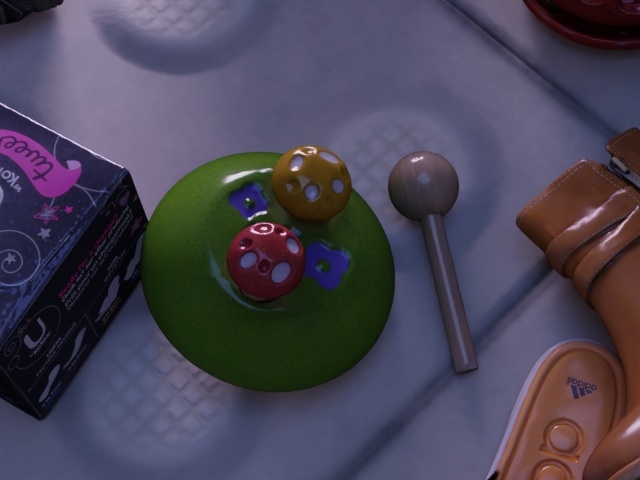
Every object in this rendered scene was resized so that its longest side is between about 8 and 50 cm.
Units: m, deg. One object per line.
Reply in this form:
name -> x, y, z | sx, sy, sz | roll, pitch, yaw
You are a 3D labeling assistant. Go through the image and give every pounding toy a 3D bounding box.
pounding toy -> 0.000, 0.000, 0.903 | 0.237, 0.110, 0.183 | -1, 64, -15

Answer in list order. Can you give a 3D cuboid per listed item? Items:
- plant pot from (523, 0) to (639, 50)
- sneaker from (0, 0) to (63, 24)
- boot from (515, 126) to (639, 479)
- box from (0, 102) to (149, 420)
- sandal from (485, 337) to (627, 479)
plant pot -> 0.229, -0.247, 0.992 | 0.191, 0.174, 0.191 | -1, 66, 2
sneaker -> -0.314, -0.260, 1.069 | 0.130, 0.087, 0.227 | -27, 73, -16
boot -> 0.214, 0.043, 0.889 | 0.283, 0.109, 0.220 | -36, 64, -24
box -> -0.265, -0.016, 0.930 | 0.247, 0.142, 0.163 | 28, 71, 13
sandal -> 0.144, 0.176, 0.865 | 0.102, 0.076, 0.265 | 14, 68, 9
